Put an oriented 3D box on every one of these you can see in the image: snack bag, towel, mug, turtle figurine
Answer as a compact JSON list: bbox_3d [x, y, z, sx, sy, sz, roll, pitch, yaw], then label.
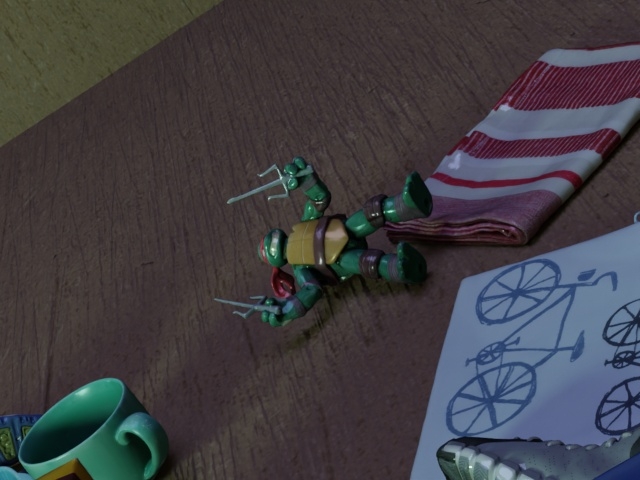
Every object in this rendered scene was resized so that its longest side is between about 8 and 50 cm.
[{"bbox_3d":[0.243,0.080,1.463,0.342,0.037,0.323,-20,26,25],"label":"snack bag"},{"bbox_3d":[0.233,-0.111,1.881,0.329,0.037,0.237,-45,24,-25],"label":"towel"},{"bbox_3d":[-0.215,0.217,1.753,0.129,0.097,0.158,-38,22,-9],"label":"mug"},{"bbox_3d":[0.000,0.000,1.849,0.234,0.175,0.118,-7,-6,30],"label":"turtle figurine"}]

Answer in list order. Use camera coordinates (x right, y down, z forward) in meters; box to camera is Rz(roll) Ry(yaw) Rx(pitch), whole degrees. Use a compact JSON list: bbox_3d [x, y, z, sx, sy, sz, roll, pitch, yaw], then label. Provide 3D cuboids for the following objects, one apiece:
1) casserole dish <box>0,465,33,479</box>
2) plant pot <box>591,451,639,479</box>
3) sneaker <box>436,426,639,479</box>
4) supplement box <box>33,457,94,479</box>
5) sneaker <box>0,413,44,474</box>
[{"bbox_3d":[-0.358,0.311,1.804,0.188,0.037,0.114,-38,46,-6],"label":"casserole dish"},{"bbox_3d":[0.233,0.241,0.877,0.236,0.236,0.212,-32,27,5],"label":"plant pot"},{"bbox_3d":[0.196,0.170,1.293,0.132,0.086,0.229,-38,31,-21],"label":"sneaker"},{"bbox_3d":[-0.202,0.316,1.392,0.129,0.191,0.194,-29,21,13],"label":"supplement box"},{"bbox_3d":[-0.408,0.265,1.903,0.296,0.112,0.131,-26,8,-8],"label":"sneaker"}]
